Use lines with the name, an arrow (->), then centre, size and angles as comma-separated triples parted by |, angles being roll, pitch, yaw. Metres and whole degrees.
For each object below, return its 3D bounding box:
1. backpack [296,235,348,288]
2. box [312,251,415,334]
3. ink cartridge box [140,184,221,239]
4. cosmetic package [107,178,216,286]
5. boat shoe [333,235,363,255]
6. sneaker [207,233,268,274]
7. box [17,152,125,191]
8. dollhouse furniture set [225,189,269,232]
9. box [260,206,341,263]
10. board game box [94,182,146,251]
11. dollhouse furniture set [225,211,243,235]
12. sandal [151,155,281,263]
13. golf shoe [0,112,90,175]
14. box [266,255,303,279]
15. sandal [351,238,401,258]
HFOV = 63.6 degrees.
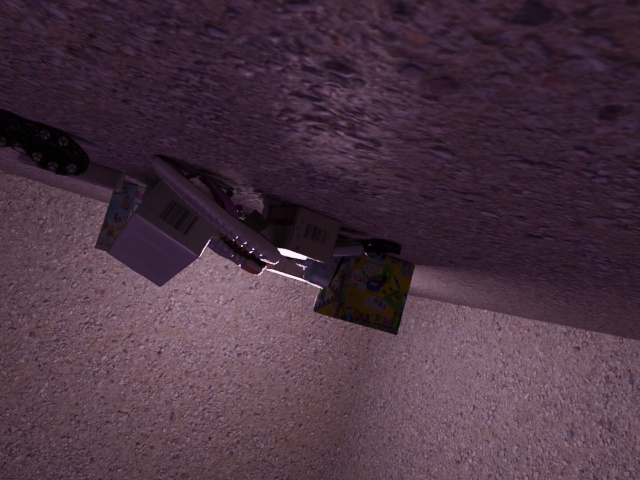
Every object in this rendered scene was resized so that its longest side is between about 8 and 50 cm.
backpack -> -0.001, 0.065, 1.776 | 0.145, 0.188, 0.166 | 18, 174, -17
box -> 0.167, 0.182, 1.967 | 0.290, 0.279, 0.177 | 20, 173, -25
ink cartridge box -> -0.507, -0.101, 1.932 | 0.197, 0.114, 0.273 | 14, 175, 22
cosmetic package -> -0.523, -0.012, 1.702 | 0.230, 0.161, 0.453 | 38, 148, -17
boat shoe -> 0.000, 0.000, 1.615 | 0.302, 0.094, 0.109 | 3, -179, 37
sneaker -> -0.342, -0.008, 2.149 | 0.321, 0.180, 0.125 | 36, 153, -15
box -> -0.829, -0.242, 1.723 | 0.324, 0.067, 0.063 | 16, 175, -8
dollhouse furniture set -> -0.228, -0.073, 1.483 | 0.151, 0.076, 0.059 | 48, 162, -13
box -> -0.073, -0.019, 1.499 | 0.149, 0.126, 0.232 | 20, 173, -31
board game box -> -0.746, -0.074, 2.029 | 0.144, 0.275, 0.142 | 12, 173, 33
dollhouse furniture set -> -0.240, -0.037, 1.946 | 0.259, 0.135, 0.262 | 28, 173, -2
sandal -> -0.257, -0.091, 1.355 | 0.416, 0.102, 0.169 | 42, 164, -24
golf shoe -> -0.721, -0.254, 1.308 | 0.273, 0.105, 0.120 | 25, -174, -24
box -> -0.087, 0.094, 2.360 | 0.290, 0.169, 0.087 | 21, 170, -29
sandal -> 0.177, 0.034, 1.667 | 0.097, 0.054, 0.254 | 18, 173, -21
